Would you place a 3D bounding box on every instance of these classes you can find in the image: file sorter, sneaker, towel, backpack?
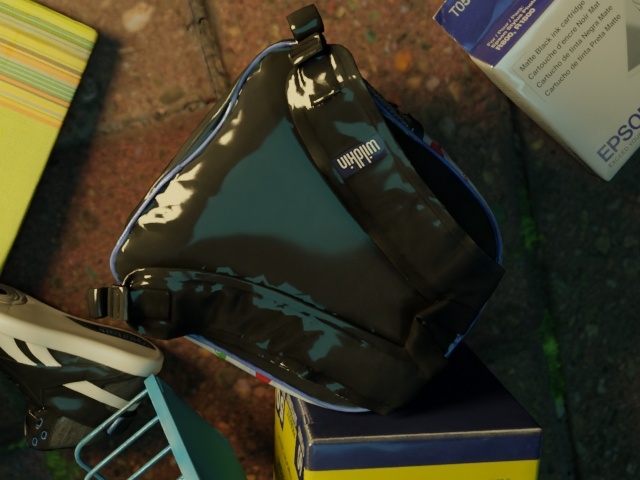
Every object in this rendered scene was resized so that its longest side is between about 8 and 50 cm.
[{"bbox_3d":[-0.121,0.221,0.698,0.104,0.170,0.118,-40,126,-3],"label":"file sorter"},{"bbox_3d":[-0.258,0.117,0.731,0.217,0.079,0.121,23,98,-16],"label":"sneaker"},{"bbox_3d":[-0.275,-0.085,0.698,0.102,0.021,0.237,23,95,-10],"label":"towel"},{"bbox_3d":[0.000,0.000,0.680,0.263,0.213,0.276,39,101,-8],"label":"backpack"}]

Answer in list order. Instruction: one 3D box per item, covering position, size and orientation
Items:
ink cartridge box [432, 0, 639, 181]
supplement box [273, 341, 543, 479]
[{"bbox_3d":[0.253,-0.206,0.753,0.224,0.045,0.223,39,96,-16],"label":"ink cartridge box"},{"bbox_3d":[0.060,0.294,0.772,0.195,0.194,0.356,0,104,-10],"label":"supplement box"}]
